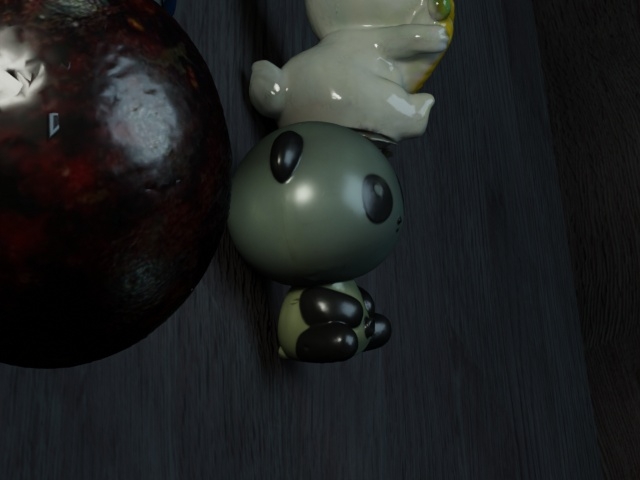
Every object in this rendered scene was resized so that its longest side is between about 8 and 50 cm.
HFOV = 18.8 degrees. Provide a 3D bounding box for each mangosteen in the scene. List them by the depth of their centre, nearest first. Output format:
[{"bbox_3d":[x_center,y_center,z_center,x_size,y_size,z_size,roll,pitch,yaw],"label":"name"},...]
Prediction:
[{"bbox_3d":[-0.199,-0.045,1.276,0.288,0.288,0.288,-18,90,-73],"label":"mangosteen"}]

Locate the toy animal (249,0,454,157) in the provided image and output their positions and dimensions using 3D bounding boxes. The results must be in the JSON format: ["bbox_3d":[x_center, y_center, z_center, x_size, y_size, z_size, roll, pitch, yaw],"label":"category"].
[{"bbox_3d":[0.030,-0.236,2.219,0.183,0.247,0.310,72,20,-73],"label":"toy animal"}]

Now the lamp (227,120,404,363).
[{"bbox_3d":[0.000,0.000,1.963,0.198,0.198,0.243,-13,94,-73],"label":"lamp"}]

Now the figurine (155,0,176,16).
[{"bbox_3d":[-0.175,-0.293,1.692,0.283,0.204,0.338,49,-9,33],"label":"figurine"}]
